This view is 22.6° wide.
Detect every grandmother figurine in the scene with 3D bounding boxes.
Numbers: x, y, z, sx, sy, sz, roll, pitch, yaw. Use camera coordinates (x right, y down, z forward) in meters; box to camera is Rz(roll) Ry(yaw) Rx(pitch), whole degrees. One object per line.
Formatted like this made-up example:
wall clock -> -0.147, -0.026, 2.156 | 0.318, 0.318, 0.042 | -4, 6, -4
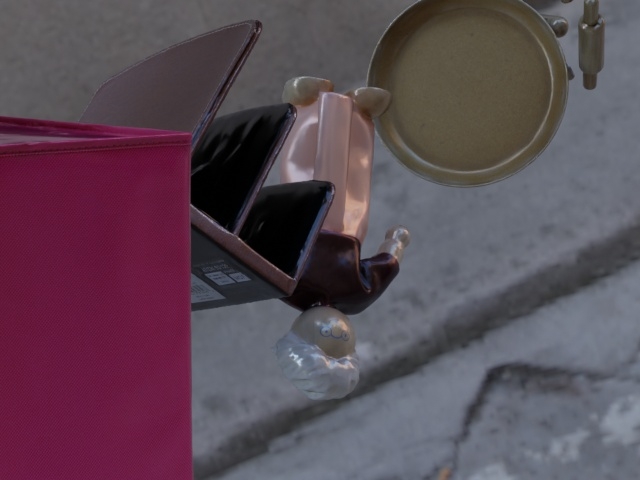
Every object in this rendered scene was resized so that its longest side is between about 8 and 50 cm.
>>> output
grandmother figurine -> 0.000, 0.000, 1.679 | 0.208, 0.104, 0.342 | 4, 70, -9

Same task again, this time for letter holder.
letter holder -> -0.124, -0.062, 1.484 | 0.302, 0.152, 0.214 | -11, 48, 54

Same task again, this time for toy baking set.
toy baking set -> 0.262, -0.264, 1.877 | 0.030, 0.256, 0.197 | -37, 57, -13

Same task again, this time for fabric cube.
fabric cube -> -0.257, 0.053, 1.070 | 0.254, 0.258, 0.259 | -8, 11, -42

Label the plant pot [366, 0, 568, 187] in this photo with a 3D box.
plant pot -> 0.172, -0.177, 1.869 | 0.236, 0.236, 0.032 | -12, -6, 11
